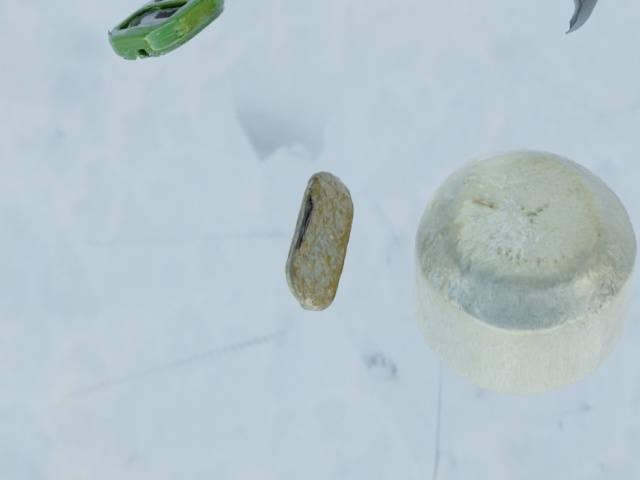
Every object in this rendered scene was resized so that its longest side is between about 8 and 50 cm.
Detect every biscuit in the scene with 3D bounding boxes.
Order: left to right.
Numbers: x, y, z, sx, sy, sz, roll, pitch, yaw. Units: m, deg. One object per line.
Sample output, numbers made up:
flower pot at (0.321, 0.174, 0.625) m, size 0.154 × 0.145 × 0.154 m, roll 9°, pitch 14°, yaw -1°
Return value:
biscuit at (0.000, 0.000, 1.488) m, size 0.018 × 0.147 × 0.071 m, roll -11°, pitch 145°, yaw 39°

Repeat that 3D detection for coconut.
coconut at (0.216, 0.039, 1.645) m, size 0.237 × 0.237 × 0.266 m, roll -3°, pitch 144°, yaw 5°

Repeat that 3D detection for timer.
timer at (-0.189, -0.268, 1.885) m, size 0.140 × 0.128 × 0.047 m, roll 1°, pitch 128°, yaw 49°

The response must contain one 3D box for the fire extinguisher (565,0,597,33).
fire extinguisher at (0.215, -0.385, 1.410) m, size 0.113 × 0.200 × 0.376 m, roll -14°, pitch 93°, yaw 1°
